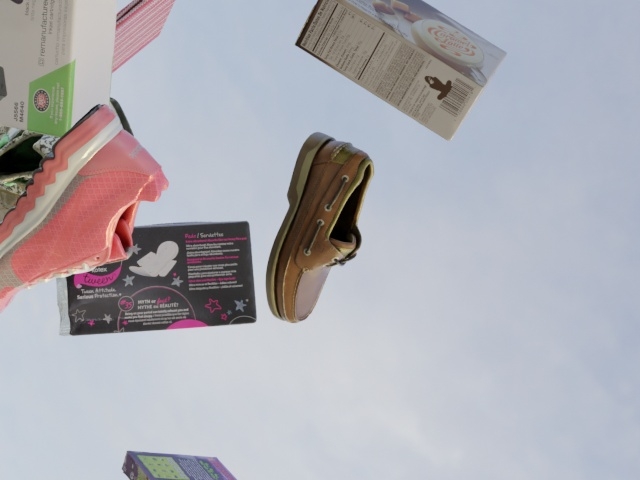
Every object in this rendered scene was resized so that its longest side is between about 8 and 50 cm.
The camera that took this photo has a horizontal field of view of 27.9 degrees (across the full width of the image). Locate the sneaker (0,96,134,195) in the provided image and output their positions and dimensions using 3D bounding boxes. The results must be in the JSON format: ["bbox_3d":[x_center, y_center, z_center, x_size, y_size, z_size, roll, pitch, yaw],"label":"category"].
[{"bbox_3d":[-0.463,-0.140,2.028,0.410,0.182,0.158,-9,-84,51],"label":"sneaker"}]

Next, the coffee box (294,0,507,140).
[{"bbox_3d":[0.110,-0.258,1.738,0.246,0.141,0.098,33,-57,4],"label":"coffee box"}]

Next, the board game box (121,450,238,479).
[{"bbox_3d":[-0.211,0.493,2.395,0.347,0.208,0.056,33,-68,55],"label":"board game box"}]

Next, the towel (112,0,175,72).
[{"bbox_3d":[-0.317,-0.343,2.118,0.031,0.199,0.275,46,-23,-2],"label":"towel"}]

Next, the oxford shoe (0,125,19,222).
[{"bbox_3d":[-0.563,-0.084,2.355,0.130,0.123,0.348,-21,-121,21],"label":"oxford shoe"}]

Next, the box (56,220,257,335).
[{"bbox_3d":[-0.226,0.051,1.737,0.163,0.247,0.142,167,-79,-73],"label":"box"}]

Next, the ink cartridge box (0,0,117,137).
[{"bbox_3d":[-0.428,-0.262,1.766,0.273,0.115,0.198,11,-75,19],"label":"ink cartridge box"}]

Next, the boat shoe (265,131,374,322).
[{"bbox_3d":[0.000,0.000,1.879,0.104,0.111,0.307,24,-58,22],"label":"boat shoe"}]

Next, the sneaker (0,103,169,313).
[{"bbox_3d":[-0.284,0.000,1.428,0.136,0.116,0.314,39,-60,-6],"label":"sneaker"}]
